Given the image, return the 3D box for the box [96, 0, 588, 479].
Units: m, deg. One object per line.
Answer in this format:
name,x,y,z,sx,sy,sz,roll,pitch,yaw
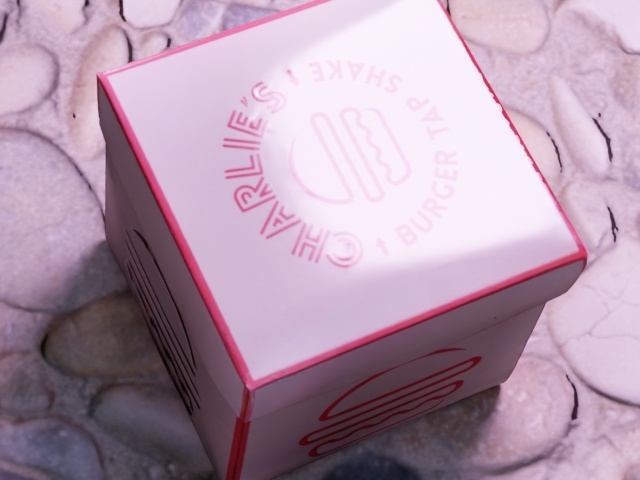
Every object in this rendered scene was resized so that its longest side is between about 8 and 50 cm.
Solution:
box,0.000,0.000,1.559,0.312,0.300,0.314,-21,68,-16
